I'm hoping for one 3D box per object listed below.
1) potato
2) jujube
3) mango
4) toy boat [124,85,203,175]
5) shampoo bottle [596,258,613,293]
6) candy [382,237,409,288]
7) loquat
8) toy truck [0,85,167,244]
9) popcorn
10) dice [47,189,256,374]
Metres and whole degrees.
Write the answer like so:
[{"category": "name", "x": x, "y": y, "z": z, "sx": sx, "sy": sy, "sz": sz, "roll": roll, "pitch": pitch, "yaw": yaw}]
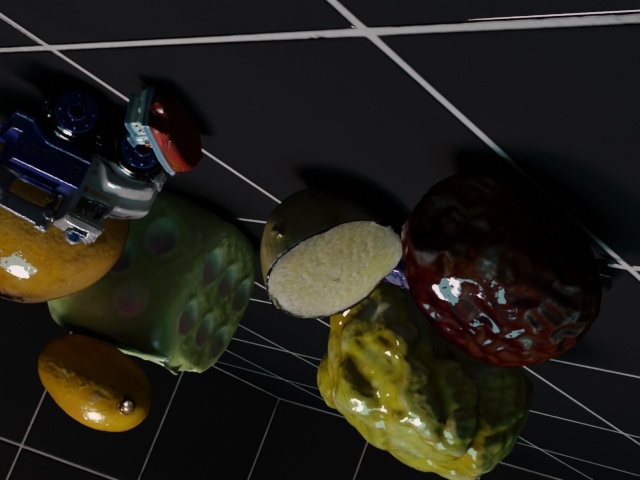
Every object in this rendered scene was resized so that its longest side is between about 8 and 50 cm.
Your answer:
[{"category": "potato", "x": 0.000, "y": 0.000, "z": 1.422, "sx": 0.117, "sy": 0.182, "sz": 0.202, "roll": 62, "pitch": -171, "yaw": 31}, {"category": "jujube", "x": 0.189, "y": 0.038, "z": 1.168, "sx": 0.183, "sy": 0.183, "sz": 0.243, "roll": 10, "pitch": 164, "yaw": 39}, {"category": "mango", "x": -0.350, "y": 0.212, "z": 1.720, "sx": 0.176, "sy": 0.119, "sz": 0.317, "roll": 30, "pitch": 171, "yaw": -25}, {"category": "toy boat", "x": -0.185, "y": -0.124, "z": 1.326, "sx": 0.058, "sy": 0.069, "sz": 0.173, "roll": 3, "pitch": 162, "yaw": 12}, {"category": "shampoo bottle", "x": 0.318, "y": 0.048, "z": 1.324, "sx": 0.048, "sy": 0.027, "sz": 0.137, "roll": 28, "pitch": 168, "yaw": 11}, {"category": "candy", "x": 0.166, "y": 0.050, "z": 1.482, "sx": 0.275, "sy": 0.070, "sz": 0.145, "roll": 13, "pitch": 169, "yaw": 31}, {"category": "loquat", "x": -0.401, "y": -0.041, "z": 1.611, "sx": 0.263, "sy": 0.263, "sz": 0.263, "roll": 20, "pitch": 167, "yaw": 5}, {"category": "toy truck", "x": -0.312, "y": -0.089, "z": 1.438, "sx": 0.213, "sy": 0.177, "sz": 0.161, "roll": 27, "pitch": 165, "yaw": -21}, {"category": "popcorn", "x": 0.148, "y": 0.230, "z": 1.735, "sx": 0.334, "sy": 0.292, "sz": 0.293, "roll": 43, "pitch": -148, "yaw": 20}, {"category": "dice", "x": -0.271, "y": 0.065, "z": 1.818, "sx": 0.249, "sy": 0.254, "sz": 0.252, "roll": 19, "pitch": 168, "yaw": 23}]
